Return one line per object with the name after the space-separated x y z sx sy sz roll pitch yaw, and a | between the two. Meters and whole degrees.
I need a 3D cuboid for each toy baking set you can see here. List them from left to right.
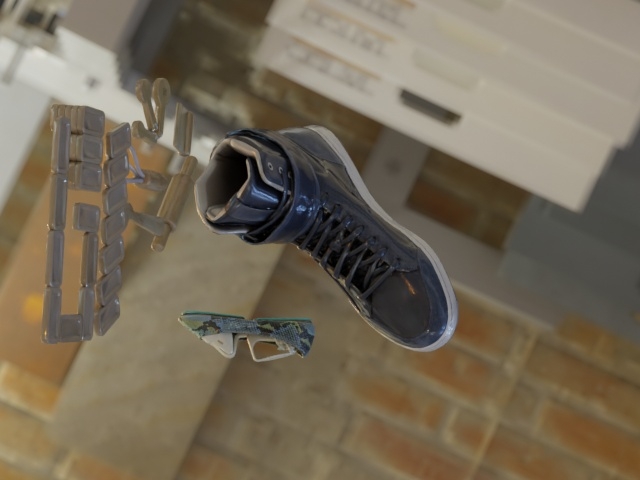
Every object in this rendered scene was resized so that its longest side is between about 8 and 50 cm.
-0.215 -0.088 2.325 0.030 0.256 0.196 -1 141 22 | toy baking set

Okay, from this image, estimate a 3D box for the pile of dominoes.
-0.261 -0.016 1.983 0.040 0.251 0.196 3 178 16 | pile of dominoes

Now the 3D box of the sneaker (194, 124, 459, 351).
-0.002 0.001 1.448 0.226 0.086 0.163 51 -156 21 | sneaker

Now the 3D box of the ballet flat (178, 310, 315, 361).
-0.102 0.133 2.544 0.188 0.070 0.070 3 173 0 | ballet flat
